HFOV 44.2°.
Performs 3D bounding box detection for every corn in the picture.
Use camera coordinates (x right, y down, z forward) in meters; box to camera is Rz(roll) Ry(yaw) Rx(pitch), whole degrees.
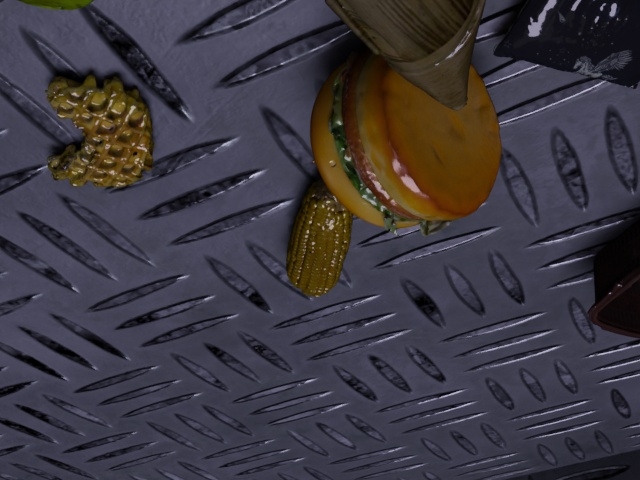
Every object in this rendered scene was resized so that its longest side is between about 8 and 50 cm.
[{"bbox_3d":[0.000,0.000,1.224,0.097,0.097,0.261,2,143,-10],"label":"corn"}]

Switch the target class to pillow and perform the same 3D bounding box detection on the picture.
[{"bbox_3d":[0.327,-0.254,0.941,0.208,0.055,0.141,9,136,-19],"label":"pillow"}]

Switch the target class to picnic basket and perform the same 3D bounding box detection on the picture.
[{"bbox_3d":[0.588,0.038,1.322,0.223,0.129,0.297,13,140,-21],"label":"picnic basket"}]

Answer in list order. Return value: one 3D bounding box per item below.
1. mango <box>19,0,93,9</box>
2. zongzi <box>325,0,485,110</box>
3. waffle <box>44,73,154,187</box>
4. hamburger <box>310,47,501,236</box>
[{"bbox_3d":[-0.290,-0.297,0.771,0.178,0.100,0.119,19,98,-20],"label":"mango"},{"bbox_3d":[0.180,-0.357,0.641,0.500,0.218,0.467,-27,141,31],"label":"zongzi"},{"bbox_3d":[-0.296,-0.136,1.033,0.149,0.051,0.194,-3,145,-6],"label":"waffle"},{"bbox_3d":[0.095,-0.120,0.955,0.246,0.246,0.170,28,152,-37],"label":"hamburger"}]
